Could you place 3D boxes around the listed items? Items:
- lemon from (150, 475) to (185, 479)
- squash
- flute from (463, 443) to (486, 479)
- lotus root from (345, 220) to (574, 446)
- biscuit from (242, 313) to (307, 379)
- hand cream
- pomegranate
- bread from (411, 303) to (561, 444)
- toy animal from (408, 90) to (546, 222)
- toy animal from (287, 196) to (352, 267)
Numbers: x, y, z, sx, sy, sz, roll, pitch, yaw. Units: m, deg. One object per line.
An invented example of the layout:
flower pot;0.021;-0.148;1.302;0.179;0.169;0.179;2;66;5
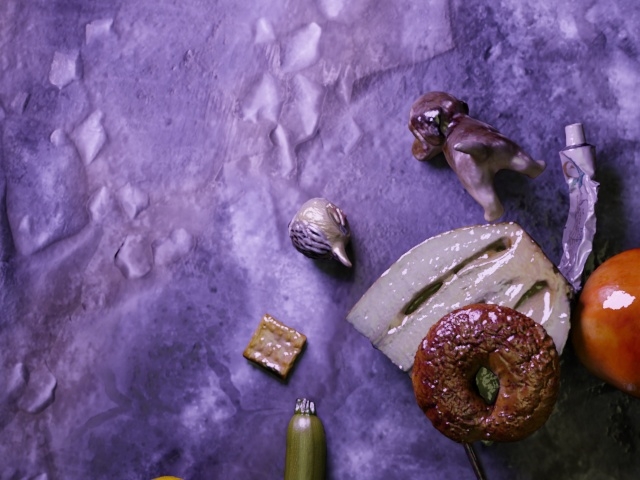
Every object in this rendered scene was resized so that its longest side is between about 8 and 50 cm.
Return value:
lemon;-0.227;0.453;1.027;0.203;0.178;0.178;45;93;12
squash;-0.028;0.372;1.050;0.069;0.069;0.258;6;85;13
flute;0.244;0.365;1.021;0.014;0.014;0.269;-24;78;8
lotus root;0.223;0.100;0.993;0.267;0.149;0.260;40;96;19
biscuit;-0.074;0.171;1.111;0.083;0.018;0.081;27;89;13
hand cream;0.372;-0.044;1.014;0.050;0.084;0.257;5;85;-9
pomegranate;0.442;0.109;0.921;0.209;0.209;0.209;-2;82;12
bread;0.208;0.169;0.878;0.193;0.064;0.193;-2;83;20
toy animal;0.218;-0.130;1.018;0.169;0.233;0.121;37;104;-25
toy animal;0.000;0.000;1.077;0.098;0.098;0.137;-22;60;8
